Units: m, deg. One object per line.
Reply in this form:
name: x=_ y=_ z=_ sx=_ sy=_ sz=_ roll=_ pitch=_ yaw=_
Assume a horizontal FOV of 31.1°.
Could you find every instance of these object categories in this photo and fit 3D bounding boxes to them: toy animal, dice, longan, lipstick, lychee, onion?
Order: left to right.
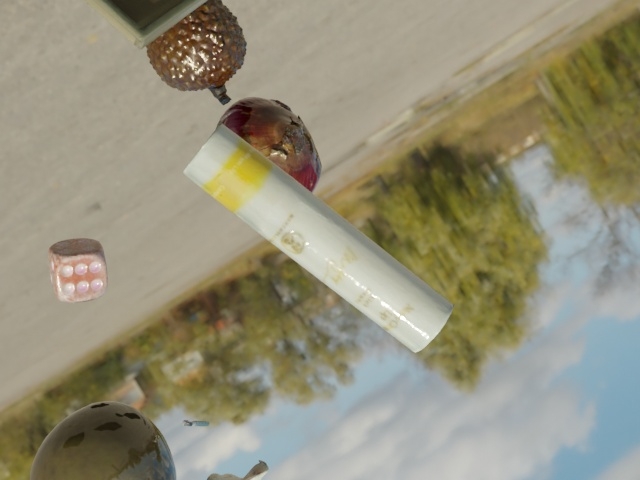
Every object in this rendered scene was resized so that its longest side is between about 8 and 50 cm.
dice: x=-0.431 y=0.052 z=2.043 sx=0.093 sy=0.094 sz=0.091 roll=-9 pitch=-159 yaw=-19
longan: x=-0.317 y=0.351 z=1.683 sx=0.248 sy=0.248 sz=0.248 roll=-31 pitch=180 yaw=0
lychee: x=-0.232 y=-0.359 z=2.141 sx=0.200 sy=0.238 sz=0.200 roll=-23 pitch=-171 yaw=4
toy animal: x=-0.136 y=0.351 z=1.564 sx=0.085 sy=0.071 sz=0.124 roll=14 pitch=-151 yaw=28
onion: x=-0.086 y=-0.178 z=2.171 sx=0.230 sy=0.230 sz=0.163 roll=-31 pitch=171 yaw=-43
lipstick: x=0.000 y=0.000 z=1.012 sx=0.059 sy=0.264 sz=0.059 roll=-51 pitch=-174 yaw=8

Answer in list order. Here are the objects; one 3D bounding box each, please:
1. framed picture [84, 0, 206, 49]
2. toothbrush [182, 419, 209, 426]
framed picture: x=-0.326 y=-0.512 z=1.746 sx=0.326 sy=0.446 sz=0.028 roll=-44 pitch=172 yaw=-36
toothbrush: x=-0.228 y=0.341 z=2.138 sx=0.167 sy=0.014 sz=0.011 roll=47 pitch=58 yaw=-77
